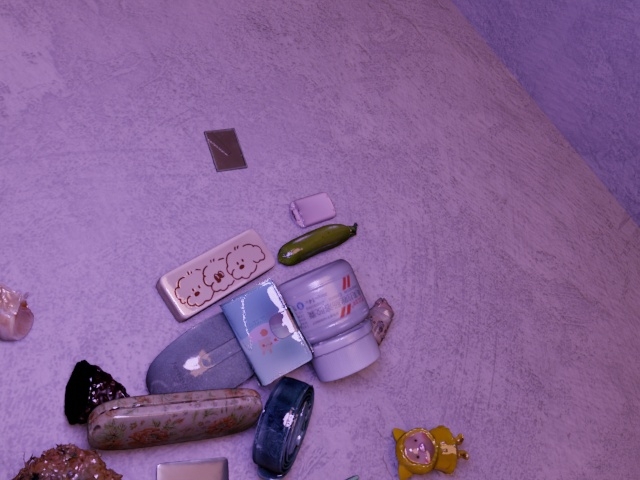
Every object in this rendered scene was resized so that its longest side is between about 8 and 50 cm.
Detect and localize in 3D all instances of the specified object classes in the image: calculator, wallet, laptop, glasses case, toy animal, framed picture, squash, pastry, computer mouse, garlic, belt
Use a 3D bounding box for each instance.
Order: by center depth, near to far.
[{"bbox_3d":[-0.570,0.587,1.228,0.275,0.193,0.274,11,63,-23],"label":"pastry"},{"bbox_3d":[-0.785,0.166,1.362,0.175,0.099,0.124,29,79,-8],"label":"garlic"},{"bbox_3d":[-0.347,0.437,1.378,0.426,0.156,0.098,3,45,-30],"label":"glasses case"},{"bbox_3d":[-0.319,0.696,1.411,0.188,0.015,0.268,4,68,-25],"label":"laptop"},{"bbox_3d":[-0.102,0.499,1.490,0.116,0.206,0.267,14,65,16],"label":"belt"},{"bbox_3d":[-0.142,0.245,1.514,0.176,0.075,0.250,-28,84,-3],"label":"wallet"},{"bbox_3d":[-0.288,0.319,1.524,0.374,0.114,0.203,-30,85,-33],"label":"computer mouse"},{"bbox_3d":[-0.300,0.097,1.632,0.336,0.076,0.144,-32,86,-33],"label":"glasses case"},{"bbox_3d":[0.334,0.635,1.695,0.230,0.156,0.156,3,68,-14],"label":"toy animal"},{"bbox_3d":[0.001,0.001,1.817,0.332,0.087,0.087,-21,80,-33],"label":"squash"},{"bbox_3d":[-0.309,-0.297,1.828,0.109,0.011,0.149,-12,75,-30],"label":"framed picture"},{"bbox_3d":[-0.023,-0.104,1.876,0.175,0.032,0.100,-19,80,-31],"label":"calculator"}]

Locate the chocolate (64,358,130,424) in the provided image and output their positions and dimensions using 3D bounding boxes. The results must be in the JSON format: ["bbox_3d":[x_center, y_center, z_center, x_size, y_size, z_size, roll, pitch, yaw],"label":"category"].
[{"bbox_3d":[-0.539,0.384,1.381,0.133,0.156,0.156,22,59,-42],"label":"chocolate"}]

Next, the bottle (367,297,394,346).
[{"bbox_3d":[0.183,0.260,1.792,0.099,0.099,0.152,39,59,-7],"label":"bottle"}]

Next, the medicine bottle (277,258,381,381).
[{"bbox_3d":[0.027,0.232,1.639,0.245,0.245,0.306,-24,90,-32],"label":"medicine bottle"}]

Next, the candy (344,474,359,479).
[{"bbox_3d":[-0.018,0.707,1.531,0.324,0.097,0.097,-10,74,-37],"label":"candy"}]
